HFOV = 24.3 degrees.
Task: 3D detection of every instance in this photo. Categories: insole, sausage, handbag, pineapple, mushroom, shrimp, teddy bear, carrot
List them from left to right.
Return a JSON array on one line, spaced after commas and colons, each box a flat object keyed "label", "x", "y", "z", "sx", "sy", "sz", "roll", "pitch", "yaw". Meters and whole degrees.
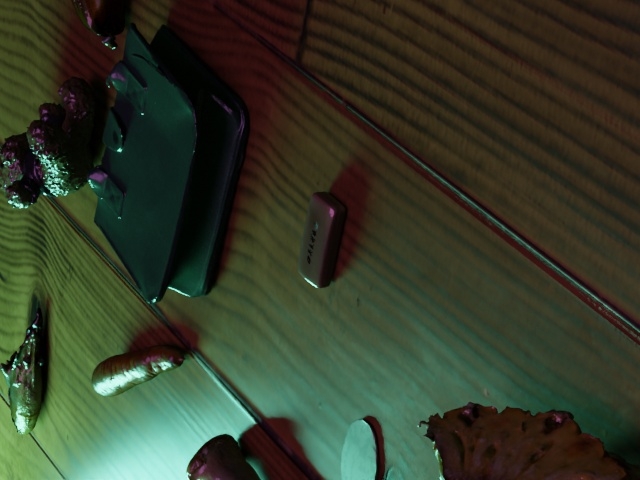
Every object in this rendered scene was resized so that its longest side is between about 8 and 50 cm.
[{"label": "shrimp", "x": -0.513, "y": 0.214, "z": 2.515, "sx": 0.117, "sy": 0.066, "sz": 0.262, "roll": 38, "pitch": 128, "yaw": 42}, {"label": "teddy bear", "x": -0.400, "y": -0.123, "z": 2.199, "sx": 0.129, "sy": 0.182, "sz": 0.251, "roll": 43, "pitch": 147, "yaw": -16}, {"label": "sausage", "x": -0.343, "y": -0.433, "z": 2.056, "sx": 0.082, "sy": 0.082, "sz": 0.371, "roll": -33, "pitch": 75, "yaw": 54}, {"label": "carrot", "x": -0.268, "y": 0.186, "z": 2.176, "sx": 0.248, "sy": 0.059, "sz": 0.059, "roll": -23, "pitch": 82, "yaw": 52}, {"label": "handbag", "x": -0.213, "y": -0.097, "z": 1.973, "sx": 0.238, "sy": 0.089, "sz": 0.326, "roll": 46, "pitch": 135, "yaw": 38}, {"label": "mushroom", "x": -0.100, "y": 0.354, "z": 1.976, "sx": 0.209, "sy": 0.084, "sz": 0.071, "roll": 50, "pitch": 158, "yaw": 29}, {"label": "insole", "x": 0.045, "y": 0.302, "z": 1.812, "sx": 0.065, "sy": 0.006, "sz": 0.193, "roll": 30, "pitch": 125, "yaw": 45}, {"label": "pineapple", "x": 0.253, "y": 0.328, "z": 1.434, "sx": 0.344, "sy": 0.209, "sz": 0.286, "roll": -109, "pitch": -1, "yaw": -52}]

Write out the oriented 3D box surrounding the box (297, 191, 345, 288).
[{"label": "box", "x": 0.000, "y": 0.000, "z": 1.758, "sx": 0.048, "sy": 0.025, "sz": 0.115, "roll": 44, "pitch": 134, "yaw": 40}]
